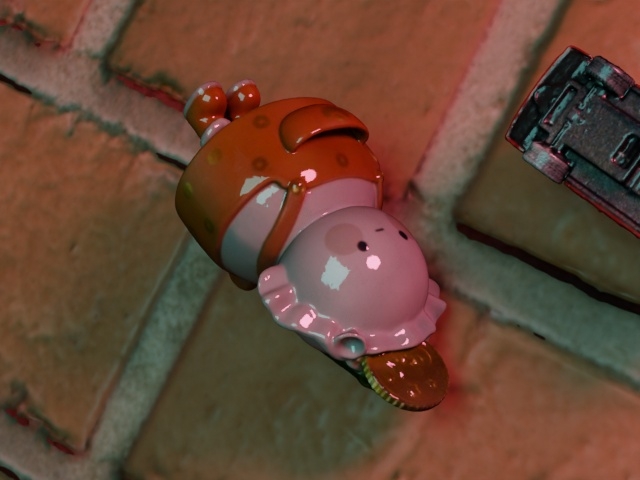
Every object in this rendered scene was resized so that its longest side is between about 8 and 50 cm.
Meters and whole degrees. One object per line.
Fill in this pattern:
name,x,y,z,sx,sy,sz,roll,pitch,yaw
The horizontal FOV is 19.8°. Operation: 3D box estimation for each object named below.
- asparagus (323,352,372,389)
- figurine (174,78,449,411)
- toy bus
asparagus,0.019,0.075,1.237,0.108,0.021,0.025,37,94,35
figurine,-0.005,0.004,1.216,0.143,0.143,0.271,-30,74,20
toy bus,0.209,-0.036,1.114,0.195,0.089,0.081,39,97,36
